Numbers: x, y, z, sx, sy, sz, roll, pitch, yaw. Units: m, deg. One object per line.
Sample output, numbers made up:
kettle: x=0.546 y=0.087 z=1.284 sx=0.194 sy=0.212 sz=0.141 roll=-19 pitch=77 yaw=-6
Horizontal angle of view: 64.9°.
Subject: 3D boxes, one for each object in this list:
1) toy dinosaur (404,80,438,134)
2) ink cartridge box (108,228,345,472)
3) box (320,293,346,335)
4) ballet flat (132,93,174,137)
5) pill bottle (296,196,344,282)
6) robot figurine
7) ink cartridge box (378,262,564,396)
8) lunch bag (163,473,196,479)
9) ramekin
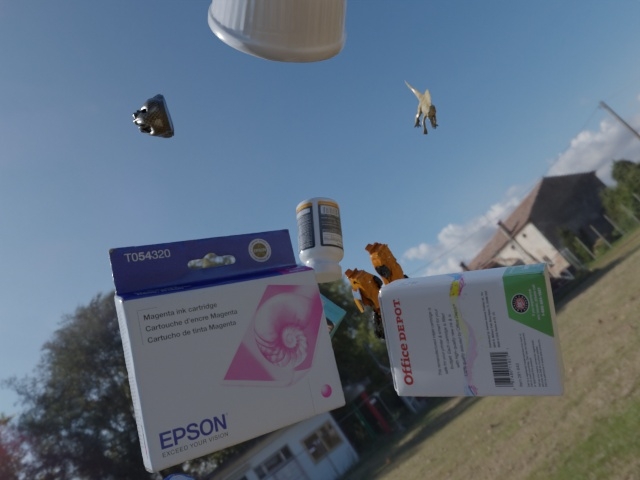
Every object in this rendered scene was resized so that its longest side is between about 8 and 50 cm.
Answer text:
toy dinosaur: x=0.242 y=-0.304 z=1.154 sx=0.053 sy=0.183 sz=0.093 roll=-10 pitch=-54 yaw=-2
ink cartridge box: x=-0.140 y=0.144 z=0.802 sx=0.324 sy=0.330 sz=0.071 roll=-8 pitch=-10 yaw=-32
box: x=-0.018 y=0.266 z=1.456 sx=0.060 sy=0.100 sz=0.244 roll=-43 pitch=-18 yaw=-46
ballet flat: x=-0.304 y=-0.222 z=0.920 sx=0.058 sy=0.084 sz=0.250 roll=-18 pitch=18 yaw=-11
pill bottle: x=0.000 y=0.000 z=1.788 sx=0.162 sy=0.278 sz=0.162 roll=-4 pitch=-21 yaw=-1
robot figurine: x=0.186 y=0.154 z=1.451 sx=0.211 sy=0.085 sz=0.291 roll=-48 pitch=-52 yaw=-24
ink cartridge box: x=0.264 y=0.159 z=0.888 sx=0.278 sy=0.201 sz=0.117 roll=-9 pitch=3 yaw=27
lunch bag: x=-0.303 y=0.714 z=1.216 sx=0.115 sy=0.303 sz=0.243 roll=-63 pitch=-12 yaw=2
ramekin: x=-0.073 y=-0.455 z=0.945 sx=0.273 sy=0.273 sz=0.127 roll=-25 pitch=-35 yaw=-34
